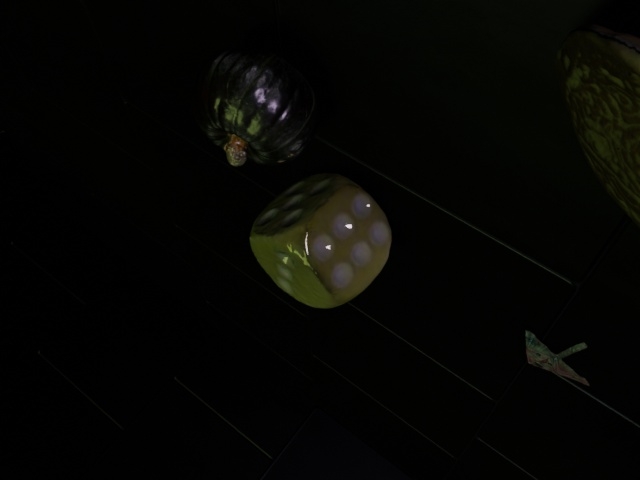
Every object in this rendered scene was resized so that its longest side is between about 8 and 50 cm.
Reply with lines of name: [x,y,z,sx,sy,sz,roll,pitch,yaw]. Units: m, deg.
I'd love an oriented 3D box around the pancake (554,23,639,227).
pancake: [0.269,-0.072,0.503,0.250,0.031,0.250,56,-173,-10]

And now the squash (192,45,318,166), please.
squash: [-0.095,-0.188,0.873,0.193,0.156,0.193,47,180,0]

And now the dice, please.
dice: [0.000,0.000,1.016,0.169,0.169,0.166,4,137,54]

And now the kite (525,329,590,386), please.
kite: [0.374,0.183,0.960,0.137,0.005,0.152,41,156,-3]
